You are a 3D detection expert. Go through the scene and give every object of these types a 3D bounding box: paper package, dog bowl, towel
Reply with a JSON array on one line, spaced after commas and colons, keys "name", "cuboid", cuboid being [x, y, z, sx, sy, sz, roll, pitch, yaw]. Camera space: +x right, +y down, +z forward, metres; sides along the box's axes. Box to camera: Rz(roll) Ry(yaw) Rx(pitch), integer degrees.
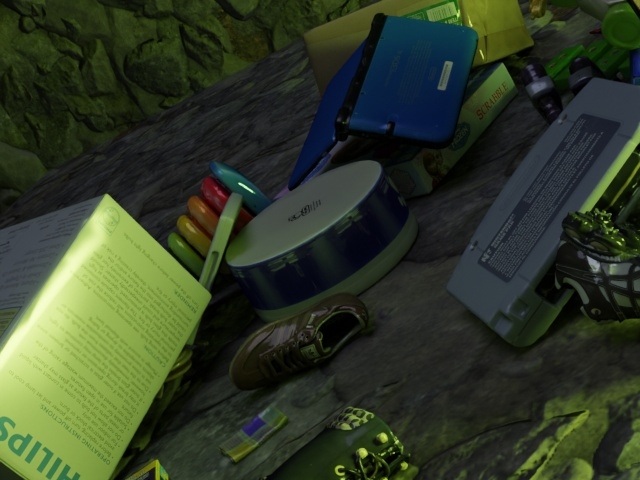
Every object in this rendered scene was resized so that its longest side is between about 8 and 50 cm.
[{"name": "paper package", "cuboid": [0.176, -0.361, 2.030, 0.325, 0.168, 0.309, -15, 9, 30]}, {"name": "dog bowl", "cuboid": [0.000, 0.000, 1.605, 0.265, 0.104, 0.265, -29, 17, 10]}, {"name": "towel", "cuboid": [-0.078, 0.222, 1.298, 0.083, 0.009, 0.060, -36, 17, -12]}]

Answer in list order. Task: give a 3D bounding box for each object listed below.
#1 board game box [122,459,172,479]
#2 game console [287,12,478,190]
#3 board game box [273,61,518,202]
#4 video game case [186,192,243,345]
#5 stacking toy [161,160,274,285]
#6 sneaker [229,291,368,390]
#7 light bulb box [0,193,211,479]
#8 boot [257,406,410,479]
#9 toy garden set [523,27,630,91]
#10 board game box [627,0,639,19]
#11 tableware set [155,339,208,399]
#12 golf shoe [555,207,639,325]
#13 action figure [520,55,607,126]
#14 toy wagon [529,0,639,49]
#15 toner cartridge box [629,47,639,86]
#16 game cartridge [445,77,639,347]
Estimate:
[{"name": "board game box", "cuboid": [-0.235, 0.327, 1.220, 0.170, 0.048, 0.141, -32, 16, 1]}, {"name": "game console", "cuboid": [0.100, -0.207, 1.787, 0.250, 0.173, 0.293, 10, 47, 10]}, {"name": "board game box", "cuboid": [0.124, -0.158, 1.880, 0.318, 0.066, 0.319, -14, 25, 45]}, {"name": "video game case", "cuboid": [-0.159, 0.037, 1.677, 0.212, 0.023, 0.193, -91, 21, -78]}, {"name": "stacking toy", "cuboid": [-0.202, 0.027, 1.851, 0.302, 0.175, 0.166, -47, 12, -1]}, {"name": "sneaker", "cuboid": [-0.027, 0.125, 1.378, 0.188, 0.066, 0.071, -34, 19, -4]}, {"name": "light bulb box", "cuboid": [-0.397, 0.166, 1.516, 0.358, 0.225, 0.361, -13, 39, 45]}, {"name": "boot", "cuboid": [0.012, 0.232, 0.999, 0.178, 0.085, 0.236, -36, 17, -20]}, {"name": "toy garden set", "cuboid": [0.457, -0.284, 1.698, 0.204, 0.049, 0.244, -42, 19, -23]}, {"name": "board game box", "cuboid": [0.420, -0.253, 1.172, 0.165, 0.042, 0.243, -29, 45, 13]}, {"name": "tableware set", "cuboid": [-0.253, 0.184, 1.651, 0.128, 0.039, 0.194, -30, 19, -34]}, {"name": "golf shoe", "cuboid": [0.296, 0.048, 1.043, 0.077, 0.094, 0.198, 1, 25, -35]}, {"name": "action figure", "cuboid": [0.332, -0.130, 1.414, 0.185, 0.099, 0.285, -20, 35, 16]}, {"name": "toy wagon", "cuboid": [0.405, -0.334, 1.354, 0.344, 0.068, 0.267, -5, 42, 32]}, {"name": "toner cartridge box", "cuboid": [0.460, -0.222, 1.373, 0.165, 0.075, 0.348, 2, 28, 15]}, {"name": "game cartridge", "cuboid": [0.253, -0.037, 1.207, 0.294, 0.060, 0.196, -55, 21, 4]}]
